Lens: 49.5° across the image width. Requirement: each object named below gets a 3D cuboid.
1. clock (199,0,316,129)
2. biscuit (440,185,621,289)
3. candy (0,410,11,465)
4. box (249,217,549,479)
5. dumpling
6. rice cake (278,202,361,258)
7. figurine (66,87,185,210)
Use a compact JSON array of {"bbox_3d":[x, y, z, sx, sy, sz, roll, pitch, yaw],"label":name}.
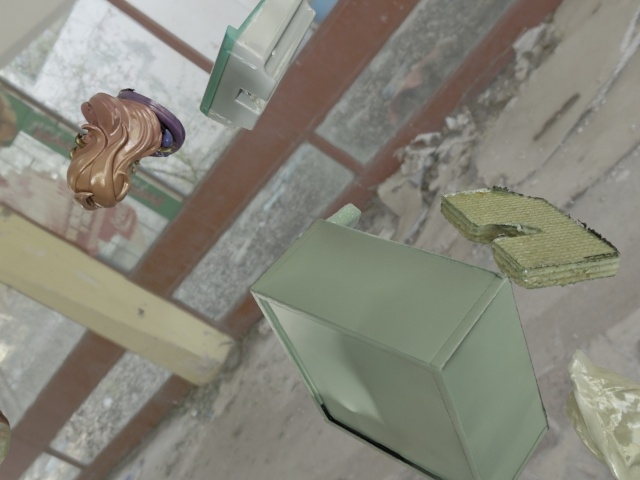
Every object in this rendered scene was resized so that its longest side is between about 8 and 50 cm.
[{"bbox_3d":[-0.100,-0.341,1.254,0.231,0.116,0.262,-60,8,-26],"label":"clock"},{"bbox_3d":[0.278,-0.012,0.961,0.250,0.147,0.046,-124,29,-58],"label":"biscuit"},{"bbox_3d":[-0.410,0.260,0.587,0.135,0.179,0.321,26,96,45],"label":"candy"},{"bbox_3d":[0.083,0.113,0.675,0.225,0.225,0.117,18,54,42],"label":"box"},{"bbox_3d":[0.639,0.368,1.527,0.187,0.243,0.318,-32,17,21],"label":"dumpling"},{"bbox_3d":[0.001,-0.001,1.176,0.080,0.042,0.221,-56,-11,29],"label":"rice cake"},{"bbox_3d":[-0.243,-0.112,0.814,0.157,0.126,0.114,-50,-28,-37],"label":"figurine"}]
